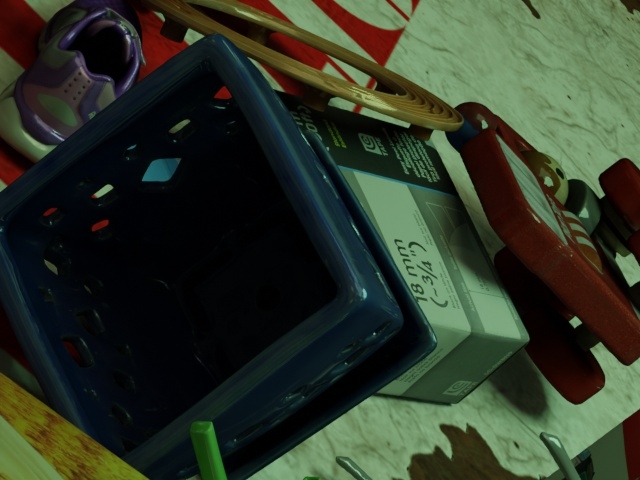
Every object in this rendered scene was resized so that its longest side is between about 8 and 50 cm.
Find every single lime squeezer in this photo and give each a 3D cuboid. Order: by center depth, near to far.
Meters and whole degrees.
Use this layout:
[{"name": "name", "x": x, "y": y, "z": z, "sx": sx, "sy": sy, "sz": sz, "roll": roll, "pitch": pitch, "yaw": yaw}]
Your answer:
[{"name": "lime squeezer", "x": -0.038, "y": 0.201, "z": 1.323, "sx": 0.059, "sy": 0.110, "sz": 0.310, "roll": 17, "pitch": -9, "yaw": 17}]

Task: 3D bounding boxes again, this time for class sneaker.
[{"name": "sneaker", "x": -0.182, "y": -0.150, "z": 1.571, "sx": 0.095, "sy": 0.104, "sz": 0.236, "roll": 36, "pitch": 30, "yaw": -11}]

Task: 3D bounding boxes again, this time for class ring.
[{"name": "ring", "x": -0.029, "y": -0.164, "z": 1.739, "sx": 0.336, "sy": 0.032, "sz": 0.336, "roll": 24, "pitch": 11, "yaw": -5}]

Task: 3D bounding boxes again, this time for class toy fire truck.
[{"name": "toy fire truck", "x": 0.219, "y": -0.016, "z": 1.801, "sx": 0.254, "sy": 0.169, "sz": 0.302, "roll": 46, "pitch": 15, "yaw": -27}]

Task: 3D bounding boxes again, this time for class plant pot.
[{"name": "plant pot", "x": -0.068, "y": 0.033, "z": 1.364, "sx": 0.236, "sy": 0.236, "sz": 0.212, "roll": 60, "pitch": 14, "yaw": 24}]

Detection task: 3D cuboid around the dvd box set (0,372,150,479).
[{"name": "dvd box set", "x": -0.132, "y": 0.270, "z": 1.135, "sx": 0.420, "sy": 0.062, "sz": 0.307, "roll": 38, "pitch": 35, "yaw": -8}]

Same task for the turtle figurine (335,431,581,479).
[{"name": "turtle figurine", "x": 0.185, "y": 0.271, "z": 1.466, "sx": 0.266, "sy": 0.198, "sz": 0.275, "roll": 25, "pitch": 40, "yaw": -40}]

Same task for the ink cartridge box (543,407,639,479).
[{"name": "ink cartridge box", "x": 0.265, "y": 0.228, "z": 1.580, "sx": 0.134, "sy": 0.231, "sz": 0.078, "roll": 35, "pitch": 32, "yaw": -23}]

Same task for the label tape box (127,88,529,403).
[{"name": "label tape box", "x": 0.000, "y": 0.000, "z": 1.631, "sx": 0.333, "sy": 0.106, "sz": 0.241, "roll": 12, "pitch": 45, "yaw": -46}]
